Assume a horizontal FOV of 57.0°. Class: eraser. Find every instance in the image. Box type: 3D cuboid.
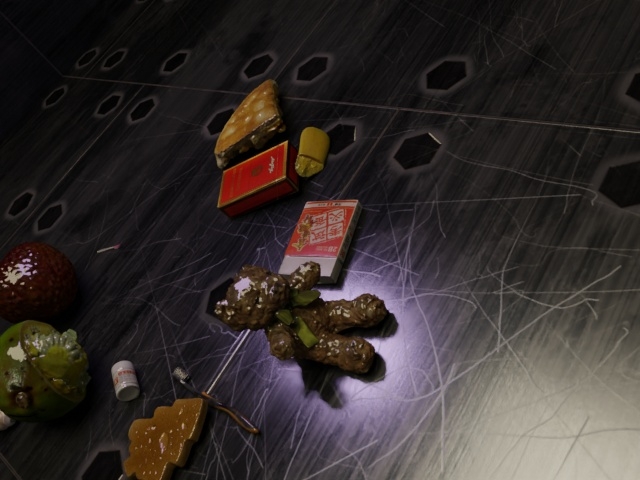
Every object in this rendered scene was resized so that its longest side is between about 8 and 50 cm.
[{"bbox_3d":[0.000,0.000,1.462,0.157,0.038,0.230,0,54,32],"label":"eraser"}]

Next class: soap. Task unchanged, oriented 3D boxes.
[{"bbox_3d":[-0.020,-0.249,1.660,0.033,0.089,0.169,125,156,-58],"label":"soap"}]

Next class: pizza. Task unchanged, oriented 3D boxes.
[{"bbox_3d":[-0.232,-0.379,1.890,0.257,0.087,0.268,-28,44,16],"label":"pizza"}]

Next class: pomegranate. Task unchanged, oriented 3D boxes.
[{"bbox_3d":[-0.722,0.327,1.517,0.260,0.260,0.340,-45,15,-8],"label":"pomegranate"}]

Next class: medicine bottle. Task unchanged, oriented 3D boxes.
[{"bbox_3d":[-0.487,0.350,1.469,0.057,0.057,0.089,-37,43,1],"label":"medicine bottle"}]

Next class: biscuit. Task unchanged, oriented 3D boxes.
[{"bbox_3d":[-0.339,0.441,1.313,0.238,0.041,0.212,-41,39,-2],"label":"biscuit"}]

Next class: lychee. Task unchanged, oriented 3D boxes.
[{"bbox_3d":[-0.859,0.132,1.764,0.260,0.260,0.261,-17,47,20],"label":"lychee"}]

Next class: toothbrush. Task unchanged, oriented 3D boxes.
[{"bbox_3d":[-0.244,0.361,1.331,0.321,0.023,0.031,21,71,42],"label":"toothbrush"}]

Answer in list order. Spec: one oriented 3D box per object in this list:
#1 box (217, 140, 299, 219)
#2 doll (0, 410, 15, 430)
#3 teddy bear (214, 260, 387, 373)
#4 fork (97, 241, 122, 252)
[{"bbox_3d":[-0.174,-0.171,1.681,0.239,0.074,0.153,-21,42,24],"label":"box"},{"bbox_3d":[-0.866,0.469,1.594,0.127,0.084,0.073,-40,44,8],"label":"doll"},{"bbox_3d":[-0.036,0.143,1.236,0.296,0.222,0.246,-3,51,30],"label":"teddy bear"},{"bbox_3d":[-0.676,0.024,1.894,0.115,0.012,0.016,-17,44,27],"label":"fork"}]
